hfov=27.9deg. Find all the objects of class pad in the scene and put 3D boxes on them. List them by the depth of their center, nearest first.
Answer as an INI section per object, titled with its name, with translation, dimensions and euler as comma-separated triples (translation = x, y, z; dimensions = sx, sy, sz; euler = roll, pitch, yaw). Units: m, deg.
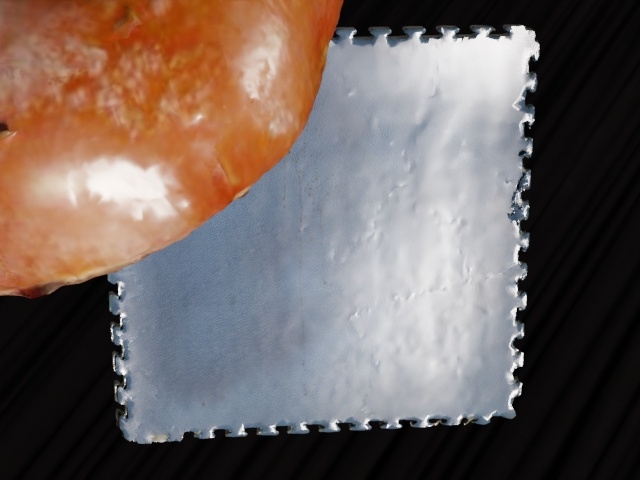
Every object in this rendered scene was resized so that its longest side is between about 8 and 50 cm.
[pad]
translation = 0.000, 0.000, 0.797
dimensions = 0.269, 0.269, 0.012
euler = -1, -162, -6

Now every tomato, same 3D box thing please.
[tomato]
translation = -0.100, -0.093, 0.457
dimensions = 0.237, 0.237, 0.095
euler = 22, 146, 35
